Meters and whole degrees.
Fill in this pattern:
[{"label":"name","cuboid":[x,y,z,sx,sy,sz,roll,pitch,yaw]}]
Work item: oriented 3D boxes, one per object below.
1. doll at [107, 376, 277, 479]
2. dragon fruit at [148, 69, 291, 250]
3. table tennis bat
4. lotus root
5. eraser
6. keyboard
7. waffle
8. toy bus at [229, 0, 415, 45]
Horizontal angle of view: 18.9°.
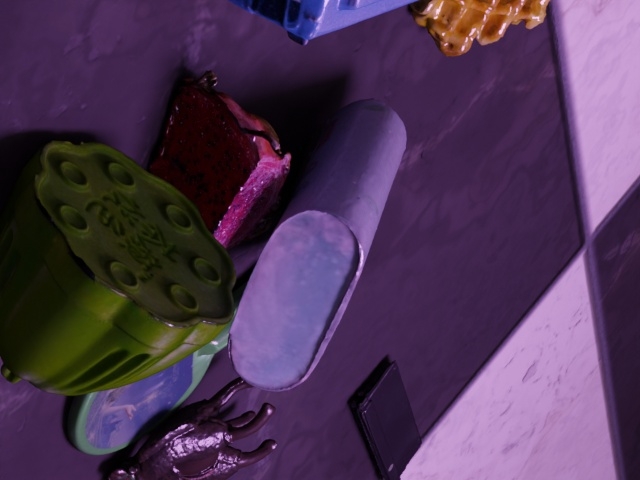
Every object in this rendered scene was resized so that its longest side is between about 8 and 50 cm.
[{"label":"doll","cuboid":[-0.116,0.187,1.725,0.165,0.057,0.139,-27,159,-16]},{"label":"dragon fruit","cuboid":[-0.069,-0.055,1.488,0.096,0.102,0.147,-9,138,-48]},{"label":"table tennis bat","cuboid":[-0.115,0.095,1.653,0.257,0.039,0.160,-36,153,-32]},{"label":"lotus root","cuboid":[-0.177,0.046,1.372,0.186,0.186,0.186,-40,150,-29]},{"label":"eraser","cuboid":[0.000,0.000,1.580,0.227,0.081,0.174,-68,180,-61]},{"label":"keyboard","cuboid":[0.074,0.204,2.120,0.072,0.023,0.231,-55,156,-18]},{"label":"waffle","cuboid":[0.162,-0.249,1.666,0.160,0.055,0.211,2,128,-48]},{"label":"toy bus","cuboid":[0.028,-0.233,1.402,0.234,0.133,0.116,-27,142,-46]}]
